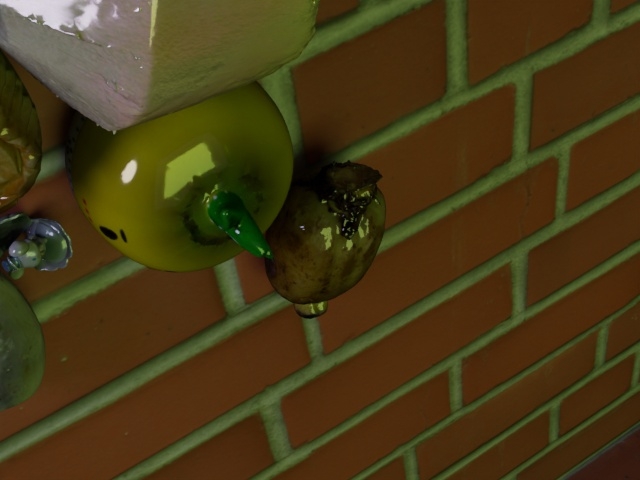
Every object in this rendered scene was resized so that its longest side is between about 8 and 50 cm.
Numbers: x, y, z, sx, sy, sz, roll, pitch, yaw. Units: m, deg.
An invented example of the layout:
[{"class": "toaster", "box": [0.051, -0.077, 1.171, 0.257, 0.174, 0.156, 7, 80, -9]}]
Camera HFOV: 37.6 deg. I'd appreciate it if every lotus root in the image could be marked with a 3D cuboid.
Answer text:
[{"class": "lotus root", "box": [0.000, 0.000, 1.362, 0.169, 0.141, 0.314, -11, 140, -30]}]

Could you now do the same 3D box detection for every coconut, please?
[{"class": "coconut", "box": [-0.179, -0.259, 0.871, 0.310, 0.297, 0.297, -21, 136, -30]}]

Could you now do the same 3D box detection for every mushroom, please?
[{"class": "mushroom", "box": [-0.406, 0.098, 1.138, 0.118, 0.103, 0.270, -16, 128, -12]}]

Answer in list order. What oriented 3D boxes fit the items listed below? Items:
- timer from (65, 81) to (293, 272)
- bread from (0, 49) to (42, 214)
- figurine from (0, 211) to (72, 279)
[{"class": "timer", "box": [-0.138, -0.069, 1.082, 0.285, 0.285, 0.285, -23, 136, -24]}, {"class": "bread", "box": [-0.393, -0.118, 0.889, 0.227, 0.142, 0.253, -25, 150, 2]}, {"class": "figurine", "box": [-0.353, 0.010, 1.114, 0.094, 0.082, 0.086, -53, 166, 32]}]
